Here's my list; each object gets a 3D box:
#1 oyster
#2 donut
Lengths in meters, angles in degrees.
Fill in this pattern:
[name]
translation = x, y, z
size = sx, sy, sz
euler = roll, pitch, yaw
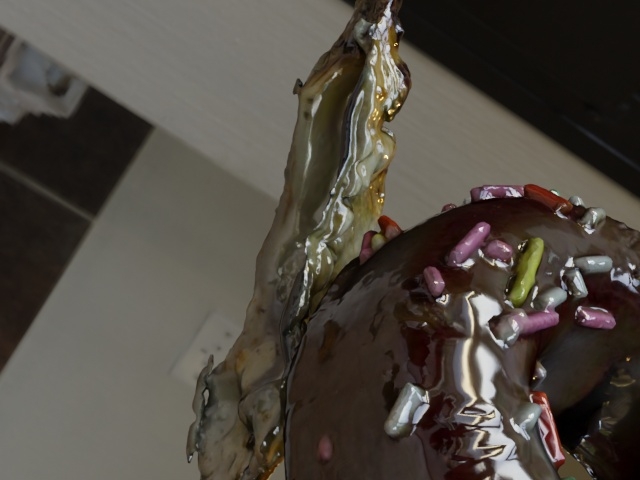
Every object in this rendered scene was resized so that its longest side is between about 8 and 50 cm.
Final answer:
[oyster]
translation = -0.001, 0.000, 0.657
size = 0.128, 0.078, 0.345
euler = 171, -62, -75
[donut]
translation = 0.147, 0.092, 0.599
size = 0.136, 0.345, 0.259
euler = -44, -145, 44
